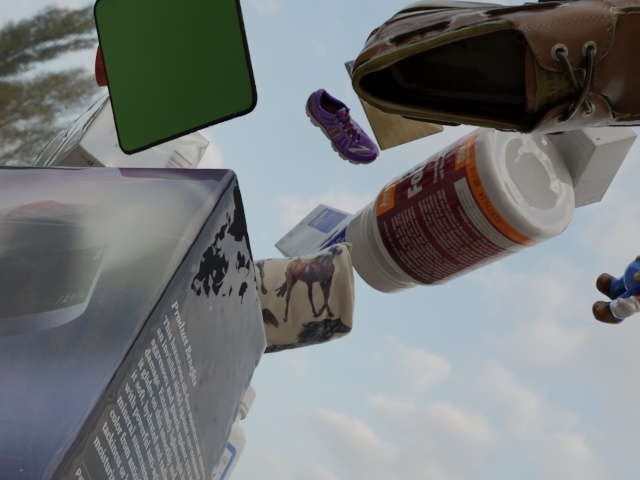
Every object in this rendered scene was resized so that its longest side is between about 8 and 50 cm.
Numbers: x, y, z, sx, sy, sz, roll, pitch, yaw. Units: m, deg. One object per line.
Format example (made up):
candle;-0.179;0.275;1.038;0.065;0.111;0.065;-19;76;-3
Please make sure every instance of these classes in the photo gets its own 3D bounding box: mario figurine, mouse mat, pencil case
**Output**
mario figurine;0.705;0.054;1.624;0.320;0.170;0.198;123;-43;-53
mouse mat;-0.133;-0.166;0.644;0.190;0.007;0.152;-10;-89;41
pencil case;-0.135;0.104;1.243;0.160;0.410;0.183;90;-9;-64

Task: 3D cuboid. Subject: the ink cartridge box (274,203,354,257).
ink cartridge box;0.000;0.000;1.711;0.065;0.165;0.333;50;-5;-14

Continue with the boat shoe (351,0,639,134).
boat shoe;0.171;-0.118;0.528;0.307;0.104;0.110;3;-58;30

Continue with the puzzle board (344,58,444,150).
puzzle board;0.096;-0.188;0.971;0.128;0.096;0.011;68;-19;8

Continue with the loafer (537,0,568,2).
loafer;0.455;-0.363;1.317;0.134;0.130;0.366;2;-39;19

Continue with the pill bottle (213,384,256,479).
pill bottle;-0.166;0.264;0.895;0.124;0.221;0.124;19;-34;14

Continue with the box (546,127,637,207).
box;0.461;-0.160;1.322;0.170;0.091;0.130;99;-28;-51

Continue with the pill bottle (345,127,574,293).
pill bottle;0.236;-0.046;1.348;0.224;0.224;0.392;54;-42;-5

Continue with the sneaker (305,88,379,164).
sneaker;0.041;-0.207;1.349;0.170;0.068;0.071;43;-23;-2

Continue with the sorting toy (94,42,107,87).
sorting toy;-0.360;-0.465;1.464;0.126;0.127;0.365;14;-60;-1

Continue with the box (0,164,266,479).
box;-0.220;0.091;0.474;0.296;0.294;0.182;2;-56;12

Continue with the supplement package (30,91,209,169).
supplement package;-0.284;-0.079;0.953;0.244;0.139;0.134;-23;-54;42
